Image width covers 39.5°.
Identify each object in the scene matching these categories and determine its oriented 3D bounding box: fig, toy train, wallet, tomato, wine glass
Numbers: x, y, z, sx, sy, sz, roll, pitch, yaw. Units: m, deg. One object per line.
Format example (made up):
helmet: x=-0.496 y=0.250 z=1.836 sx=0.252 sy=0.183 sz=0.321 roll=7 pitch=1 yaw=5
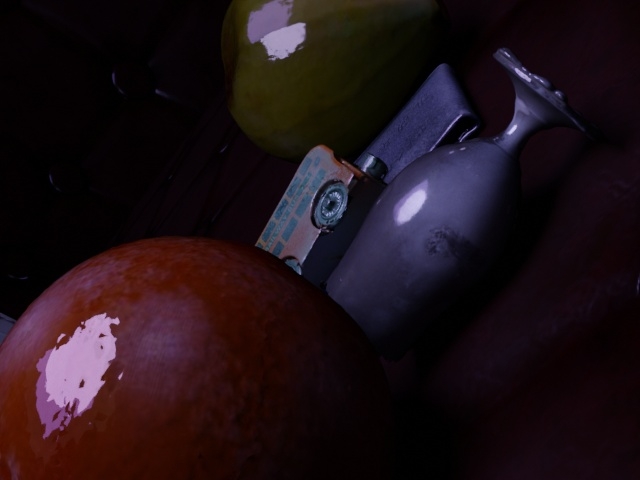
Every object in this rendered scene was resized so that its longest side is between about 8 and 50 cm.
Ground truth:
fig: x=0.022 y=-0.209 z=1.000 sx=0.271 sy=0.239 sz=0.239 roll=-13 pitch=42 yaw=35
toy train: x=0.000 y=0.000 z=0.829 sx=0.188 sy=0.072 sz=0.099 roll=-60 pitch=33 yaw=8
wallet: x=0.071 y=-0.070 z=0.905 sx=0.222 sy=0.036 sz=0.167 roll=-50 pitch=17 yaw=22
tomato: x=-0.079 y=0.119 z=0.574 sx=0.265 sy=0.265 sz=0.265 roll=-50 pitch=17 yaw=22
wine glass: x=0.094 y=-0.019 z=0.629 sx=0.222 sy=0.103 sz=0.103 roll=-53 pitch=17 yaw=16

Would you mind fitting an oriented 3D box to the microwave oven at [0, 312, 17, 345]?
microwave oven: x=-0.220 y=0.221 z=0.719 sx=0.181 sy=0.295 sz=0.237 roll=-37 pitch=29 yaw=48
